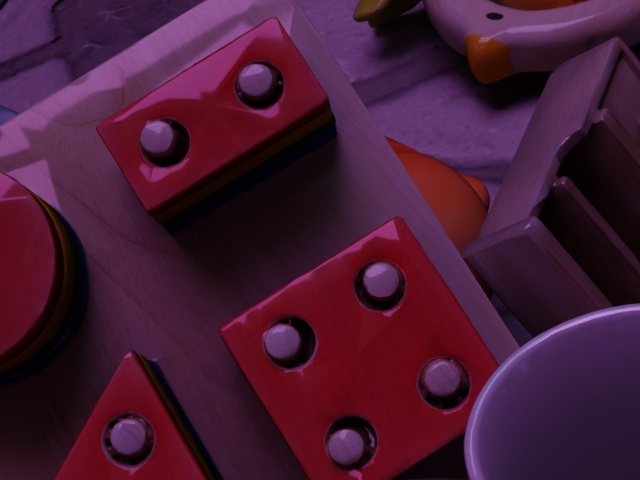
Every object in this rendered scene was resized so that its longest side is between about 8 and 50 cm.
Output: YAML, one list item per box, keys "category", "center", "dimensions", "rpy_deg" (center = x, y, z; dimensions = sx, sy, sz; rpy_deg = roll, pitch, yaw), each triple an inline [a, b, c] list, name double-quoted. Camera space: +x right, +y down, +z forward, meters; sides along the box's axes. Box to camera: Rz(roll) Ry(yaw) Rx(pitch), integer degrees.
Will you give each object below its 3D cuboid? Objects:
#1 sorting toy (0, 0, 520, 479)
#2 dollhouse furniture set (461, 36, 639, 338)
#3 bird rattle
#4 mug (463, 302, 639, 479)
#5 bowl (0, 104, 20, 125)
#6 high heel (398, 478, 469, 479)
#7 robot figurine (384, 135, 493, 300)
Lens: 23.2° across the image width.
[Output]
- category: "sorting toy"
  center: [-0.065, 0.042, 0.670]
  dimensions: [0.255, 0.089, 0.257]
  rpy_deg: [-32, 80, -2]
- category: "dollhouse furniture set"
  center: [0.206, -0.045, 0.701]
  dimensions: [0.242, 0.212, 0.161]
  rpy_deg: [-26, 25, 42]
- category: "bird rattle"
  center: [0.147, -0.182, 1.005]
  dimensions: [0.254, 0.143, 0.207]
  rpy_deg: [-12, 48, -9]
- category: "mug"
  center: [0.140, 0.123, 0.547]
  dimensions: [0.150, 0.169, 0.113]
  rpy_deg: [6, 44, 31]
- category: "bowl"
  center: [-0.232, 0.035, 0.847]
  dimensions: [0.312, 0.163, 0.311]
  rpy_deg: [-14, 37, 11]
- category: "high heel"
  center: [-0.059, 0.235, 0.544]
  dimensions: [0.377, 0.127, 0.181]
  rpy_deg: [-37, 30, 2]
- category: "robot figurine"
  center: [-0.001, 0.001, 0.805]
  dimensions: [0.219, 0.158, 0.128]
  rpy_deg: [25, 94, 43]
